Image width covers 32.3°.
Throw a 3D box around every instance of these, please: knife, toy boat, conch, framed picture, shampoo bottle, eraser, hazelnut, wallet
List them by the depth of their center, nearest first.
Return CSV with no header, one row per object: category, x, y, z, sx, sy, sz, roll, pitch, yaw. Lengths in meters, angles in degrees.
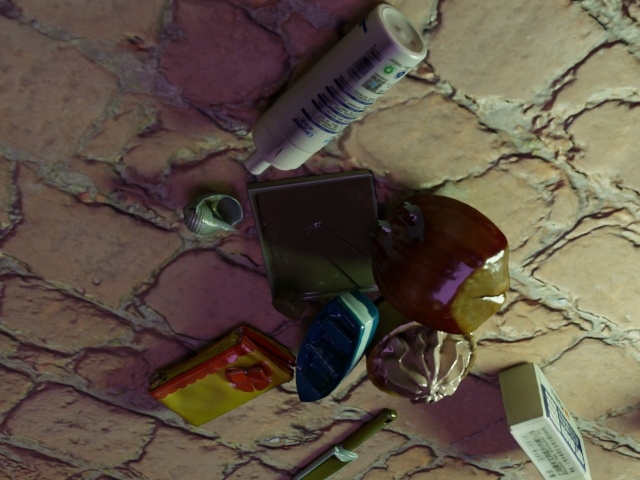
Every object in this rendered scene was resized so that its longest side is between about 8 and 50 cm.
shampoo bottle,0.004,-0.184,1.473,0.092,0.092,0.303,29,129,-30
conch,-0.162,-0.043,1.637,0.085,0.056,0.076,8,119,-40
hazelnut,0.180,0.032,1.666,0.181,0.181,0.212,-4,128,-31
framed picture,0.000,-0.001,1.720,0.192,0.018,0.265,-6,136,3
toy boat,0.021,0.186,1.830,0.062,0.096,0.299,-33,160,-35
wallet,-0.175,0.242,1.930,0.241,0.067,0.141,-31,128,27
eraser,0.418,0.350,2.041,0.081,0.124,0.279,-22,134,19
knife,0.042,0.424,2.165,0.061,0.027,0.343,24,130,-32

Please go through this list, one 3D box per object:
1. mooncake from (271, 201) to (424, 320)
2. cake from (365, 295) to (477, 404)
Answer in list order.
mooncake,0.029,0.044,1.660,0.347,0.057,0.150,-17,132,37
cake,0.163,0.199,1.830,0.185,0.178,0.207,19,135,-23
